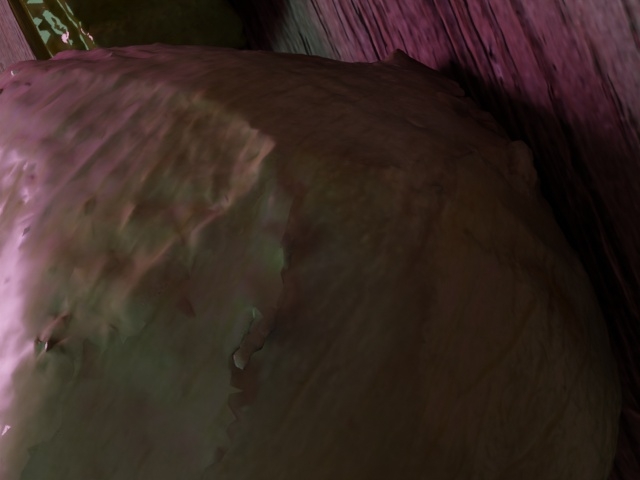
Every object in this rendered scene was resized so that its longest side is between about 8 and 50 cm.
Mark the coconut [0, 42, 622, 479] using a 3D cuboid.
[{"bbox_3d":[-0.035,0.061,0.748,0.404,0.405,0.404,53,160,29],"label":"coconut"}]

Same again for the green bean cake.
[{"bbox_3d":[-0.158,-0.186,1.036,0.233,0.124,0.236,62,171,8],"label":"green bean cake"}]
